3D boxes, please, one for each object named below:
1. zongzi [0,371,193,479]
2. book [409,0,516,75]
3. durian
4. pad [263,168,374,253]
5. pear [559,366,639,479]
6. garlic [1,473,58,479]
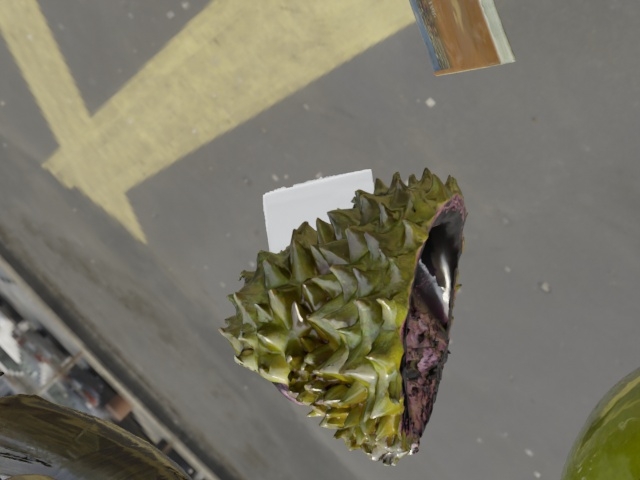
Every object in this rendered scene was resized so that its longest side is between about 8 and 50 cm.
[{"bbox_3d":[-0.216,0.207,0.884,0.248,0.111,0.241,33,152,-5],"label":"zongzi"},{"bbox_3d":[0.170,-0.366,1.355,0.374,0.028,0.262,-126,14,-80],"label":"book"},{"bbox_3d":[0.007,0.022,0.448,0.108,0.187,0.119,7,101,14],"label":"durian"},{"bbox_3d":[0.000,0.000,1.201,0.232,0.004,0.156,-10,86,52],"label":"pad"},{"bbox_3d":[0.228,0.157,0.505,0.212,0.212,0.269,30,113,30],"label":"pear"},{"bbox_3d":[-0.260,0.279,0.750,0.151,0.196,0.338,56,149,15],"label":"garlic"}]
